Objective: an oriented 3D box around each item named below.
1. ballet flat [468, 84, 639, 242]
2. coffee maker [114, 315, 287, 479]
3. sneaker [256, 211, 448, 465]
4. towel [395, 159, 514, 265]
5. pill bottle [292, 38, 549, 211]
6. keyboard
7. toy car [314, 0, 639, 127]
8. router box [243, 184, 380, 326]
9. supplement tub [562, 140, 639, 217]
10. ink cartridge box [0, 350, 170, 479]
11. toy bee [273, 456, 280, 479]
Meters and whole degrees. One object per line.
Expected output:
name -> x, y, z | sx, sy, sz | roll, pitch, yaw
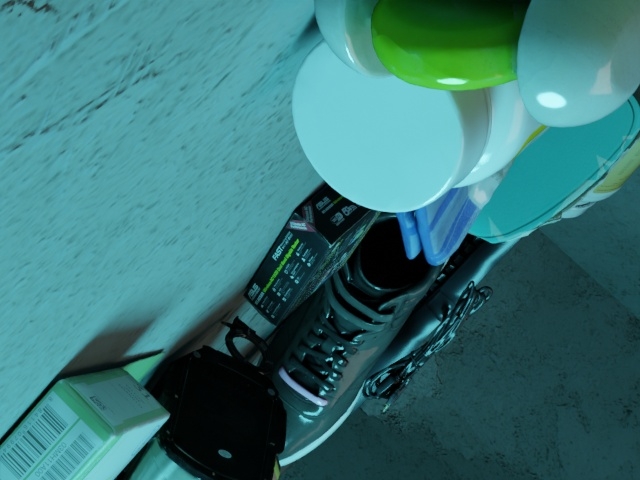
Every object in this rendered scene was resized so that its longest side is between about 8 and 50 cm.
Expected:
ballet flat -> 0.243, -0.164, 1.504 | 0.409, 0.147, 0.147 | -47, 172, 2
coffee maker -> -0.107, 0.179, 1.319 | 0.178, 0.120, 0.171 | -51, 175, 34
sneaker -> 0.014, 0.080, 1.582 | 0.295, 0.104, 0.147 | -53, 171, -2
towel -> 0.138, -0.127, 1.157 | 0.285, 0.034, 0.209 | -54, 161, -13
pill bottle -> 0.080, -0.100, 0.936 | 0.208, 0.119, 0.119 | -38, 168, -50
keyboard -> 0.116, 0.053, 1.681 | 0.317, 0.033, 0.201 | -49, -167, 24
toy car -> 0.088, -0.144, 0.767 | 0.182, 0.159, 0.136 | -42, 136, -32
router box -> 0.000, 0.000, 1.303 | 0.092, 0.038, 0.122 | -40, 170, -39
supplement tub -> 0.283, -0.131, 1.785 | 0.144, 0.144, 0.199 | -39, 169, -48
ink cartridge box -> -0.169, 0.157, 1.125 | 0.171, 0.056, 0.235 | -48, 171, 7
toy bee -> -0.098, 0.253, 1.471 | 0.195, 0.162, 0.298 | 57, 46, -45
